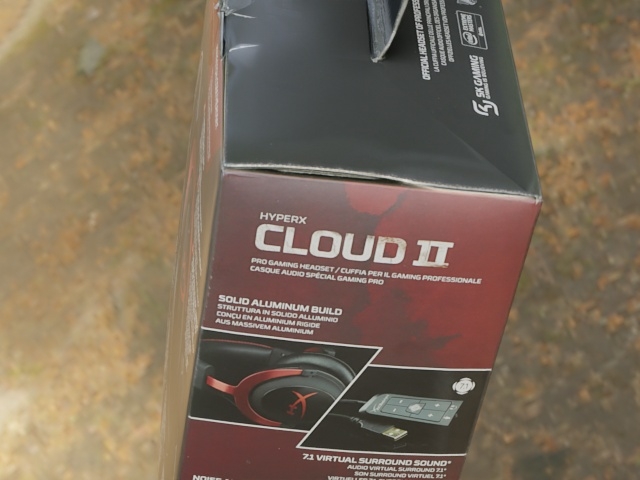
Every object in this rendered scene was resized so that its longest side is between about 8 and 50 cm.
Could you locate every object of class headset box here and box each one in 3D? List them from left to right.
[{"bbox_3d":[0.000,0.000,0.671,0.110,0.293,0.218,5,39,-7],"label":"headset box"}]
